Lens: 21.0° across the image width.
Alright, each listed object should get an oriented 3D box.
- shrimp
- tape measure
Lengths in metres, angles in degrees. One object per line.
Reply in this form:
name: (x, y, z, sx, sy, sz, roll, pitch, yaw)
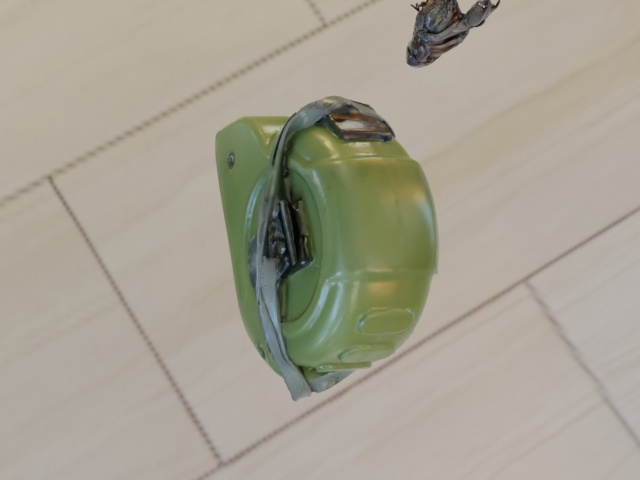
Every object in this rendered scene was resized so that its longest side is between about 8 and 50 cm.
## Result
shrimp: (0.075, -0.136, 1.038, 0.029, 0.092, 0.038, -26, 85, -39)
tape measure: (0.000, 0.000, 1.138, 0.106, 0.175, 0.200, 2, 75, -30)
